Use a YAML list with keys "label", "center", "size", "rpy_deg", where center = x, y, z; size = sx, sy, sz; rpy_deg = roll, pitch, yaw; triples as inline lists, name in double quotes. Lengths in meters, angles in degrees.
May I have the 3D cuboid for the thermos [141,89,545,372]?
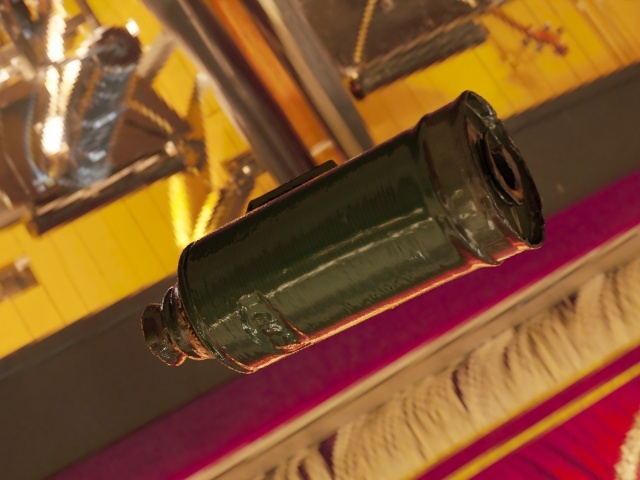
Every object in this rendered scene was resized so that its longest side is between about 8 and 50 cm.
- label: "thermos"
  center: [-0.001, 0.003, 0.556]
  size: [0.187, 0.083, 0.073]
  rpy_deg: [-26, 167, 23]
